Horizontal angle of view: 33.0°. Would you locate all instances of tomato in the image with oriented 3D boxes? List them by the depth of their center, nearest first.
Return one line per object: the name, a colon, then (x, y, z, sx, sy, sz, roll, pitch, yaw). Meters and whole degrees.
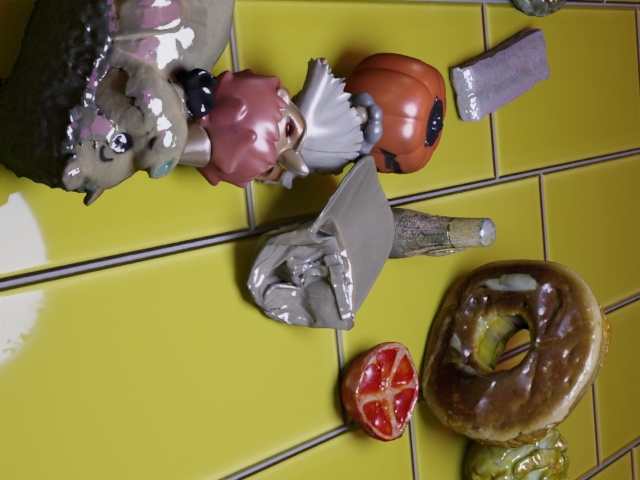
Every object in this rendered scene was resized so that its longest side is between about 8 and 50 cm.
tomato: (0.085, 0.231, 1.692, 0.155, 0.069, 0.155, -4, 95, -47)

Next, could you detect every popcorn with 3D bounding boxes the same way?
popcorn: (0.355, 0.409, 1.930, 0.204, 0.183, 0.221, -56, 144, -17)

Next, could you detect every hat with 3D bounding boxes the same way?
hat: (0.000, 0.000, 1.552, 0.214, 0.149, 0.245, 70, 31, -41)

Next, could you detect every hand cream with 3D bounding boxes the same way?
hand cream: (0.187, -0.012, 1.706, 0.084, 0.203, 0.084, 0, 89, -51)

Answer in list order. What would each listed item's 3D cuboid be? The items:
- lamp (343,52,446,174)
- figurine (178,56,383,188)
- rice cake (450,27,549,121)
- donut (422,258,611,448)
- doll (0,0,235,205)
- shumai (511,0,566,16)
lamp: (0.102, -0.194, 1.644, 0.187, 0.164, 0.188, 14, 90, -71)
figurine: (-0.071, -0.142, 1.426, 0.387, 0.207, 0.166, -10, 54, -49)
rice cake: (0.336, -0.307, 1.996, 0.298, 0.050, 0.106, -32, 114, -45)
donut: (0.325, 0.189, 1.811, 0.160, 0.330, 0.330, 42, 59, -54)
doll: (-0.221, -0.205, 1.208, 0.247, 0.247, 0.349, 47, 66, -39)
shumai: (0.376, -0.500, 1.987, 0.142, 0.184, 0.184, -7, 96, -25)
